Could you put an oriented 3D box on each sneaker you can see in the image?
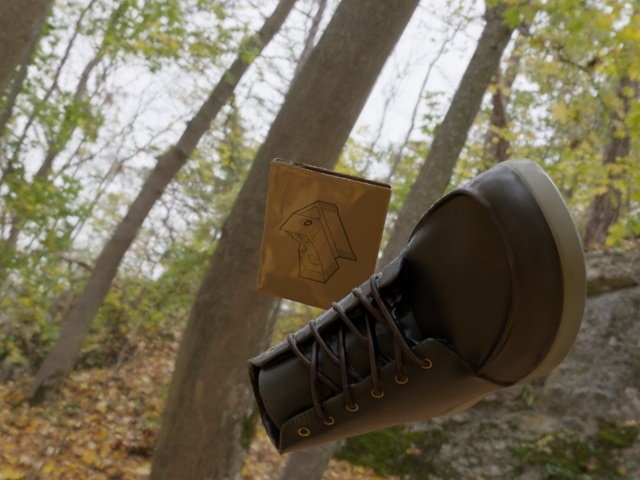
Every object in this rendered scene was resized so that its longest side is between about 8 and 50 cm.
[{"bbox_3d":[0.033,0.050,0.370,0.222,0.118,0.083,106,-34,-58],"label":"sneaker"}]

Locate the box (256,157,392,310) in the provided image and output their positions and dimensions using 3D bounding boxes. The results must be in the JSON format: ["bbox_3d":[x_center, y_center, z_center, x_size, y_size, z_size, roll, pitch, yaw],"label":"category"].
[{"bbox_3d":[0.000,0.000,1.064,0.164,0.201,0.021,14,26,9],"label":"box"}]
